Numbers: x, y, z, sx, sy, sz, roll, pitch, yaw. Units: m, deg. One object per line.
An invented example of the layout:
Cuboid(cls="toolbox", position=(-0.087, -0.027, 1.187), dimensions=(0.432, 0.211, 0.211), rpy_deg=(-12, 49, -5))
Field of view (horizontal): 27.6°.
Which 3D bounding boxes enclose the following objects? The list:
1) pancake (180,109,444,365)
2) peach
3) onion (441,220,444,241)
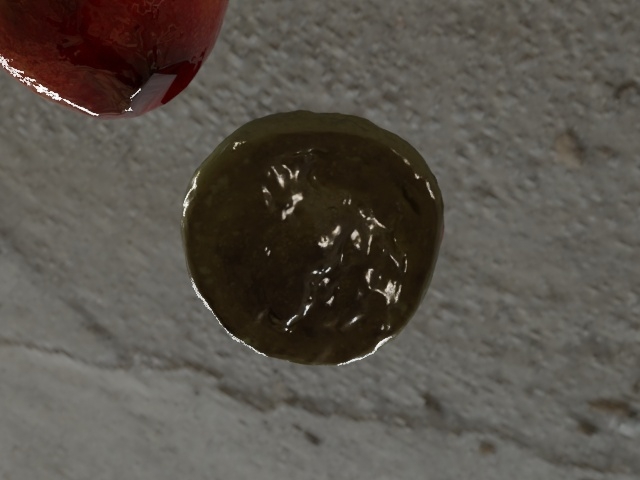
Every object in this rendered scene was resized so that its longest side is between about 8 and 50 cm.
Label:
Cuboid(cls="pancake", position=(0.000, 0.000, 1.126), dimensions=(0.242, 0.242, 0.050), rpy_deg=(47, -177, -21))
Cuboid(cls="peach", position=(-0.290, -0.343, 1.665), dimensions=(0.388, 0.388, 0.388), rpy_deg=(22, 146, 16))
Cuboid(cls="onion", position=(0.076, -0.006, 2.179), dimensions=(0.276, 0.276, 0.276), rpy_deg=(22, 146, 16))
